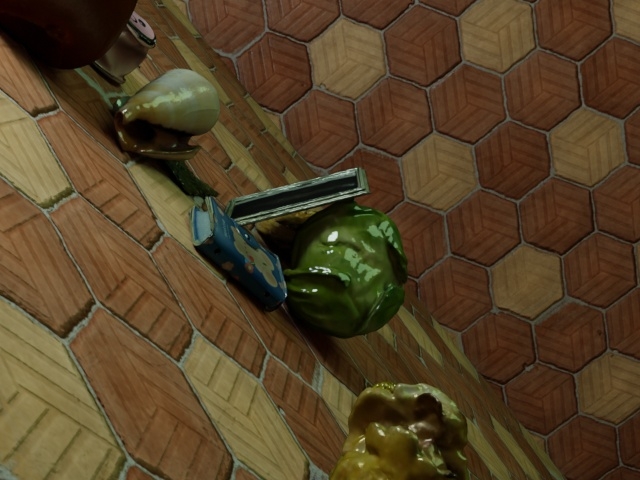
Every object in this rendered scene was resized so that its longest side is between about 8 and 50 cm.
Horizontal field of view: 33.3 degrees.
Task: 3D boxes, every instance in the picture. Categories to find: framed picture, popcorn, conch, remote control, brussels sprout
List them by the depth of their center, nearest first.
[{"bbox_3d":[0.111,0.319,1.439,0.191,0.253,0.190,38,11,38],"label":"popcorn"},{"bbox_3d":[-0.287,-0.225,1.884,0.127,0.158,0.255,23,19,31],"label":"conch"},{"bbox_3d":[-0.343,-0.235,1.975,0.065,0.029,0.166,57,8,-6],"label":"remote control"},{"bbox_3d":[0.054,0.059,2.055,0.294,0.227,0.259,26,65,-50],"label":"brussels sprout"},{"bbox_3d":[-0.050,-0.084,2.058,0.231,0.293,0.018,-92,168,-76],"label":"framed picture"}]

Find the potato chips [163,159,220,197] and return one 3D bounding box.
[{"bbox_3d":[-0.257,-0.128,2.008,0.209,0.026,0.142,44,14,-40],"label":"potato chips"}]

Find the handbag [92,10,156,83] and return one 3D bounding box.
[{"bbox_3d":[-0.413,-0.414,2.065,0.205,0.116,0.179,48,8,-14],"label":"handbag"}]

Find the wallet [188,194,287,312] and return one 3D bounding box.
[{"bbox_3d":[-0.144,0.023,1.857,0.202,0.059,0.141,43,18,-33],"label":"wallet"}]

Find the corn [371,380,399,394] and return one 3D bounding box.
[{"bbox_3d":[0.155,0.325,2.033,0.102,0.102,0.313,55,7,20],"label":"corn"}]

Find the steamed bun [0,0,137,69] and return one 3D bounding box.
[{"bbox_3d":[-0.435,-0.474,1.773,0.235,0.248,0.379,44,11,-44],"label":"steamed bun"}]

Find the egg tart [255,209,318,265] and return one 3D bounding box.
[{"bbox_3d":[0.000,0.000,2.317,0.297,0.297,0.132,-90,-175,-79],"label":"egg tart"}]
